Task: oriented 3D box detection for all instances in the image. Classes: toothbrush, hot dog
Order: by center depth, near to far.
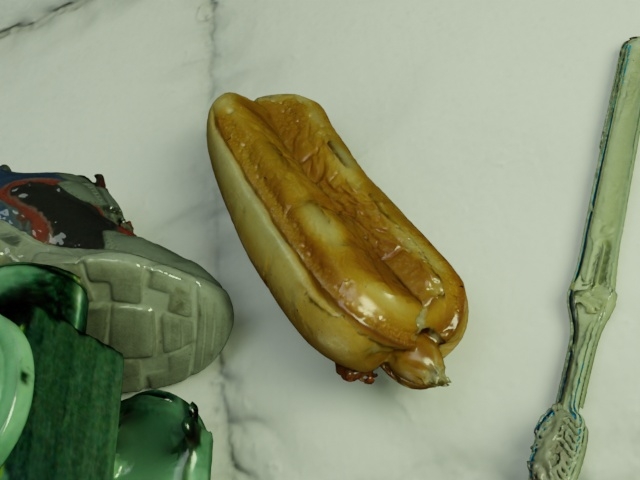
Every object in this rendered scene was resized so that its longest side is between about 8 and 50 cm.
[{"bbox_3d":[0.149,0.004,0.615,0.026,0.028,0.294,3,56,28],"label":"toothbrush"},{"bbox_3d":[0.000,0.000,0.657,0.249,0.102,0.076,54,133,42],"label":"hot dog"}]

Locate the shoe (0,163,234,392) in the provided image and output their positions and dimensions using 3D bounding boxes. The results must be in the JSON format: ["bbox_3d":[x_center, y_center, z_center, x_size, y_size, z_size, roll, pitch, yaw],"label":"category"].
[{"bbox_3d":[-0.153,0.014,0.727,0.227,0.099,0.125,15,30,10],"label":"shoe"}]

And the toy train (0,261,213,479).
[{"bbox_3d":[-0.210,0.228,0.564,0.272,0.179,0.442,-18,54,27],"label":"toy train"}]
